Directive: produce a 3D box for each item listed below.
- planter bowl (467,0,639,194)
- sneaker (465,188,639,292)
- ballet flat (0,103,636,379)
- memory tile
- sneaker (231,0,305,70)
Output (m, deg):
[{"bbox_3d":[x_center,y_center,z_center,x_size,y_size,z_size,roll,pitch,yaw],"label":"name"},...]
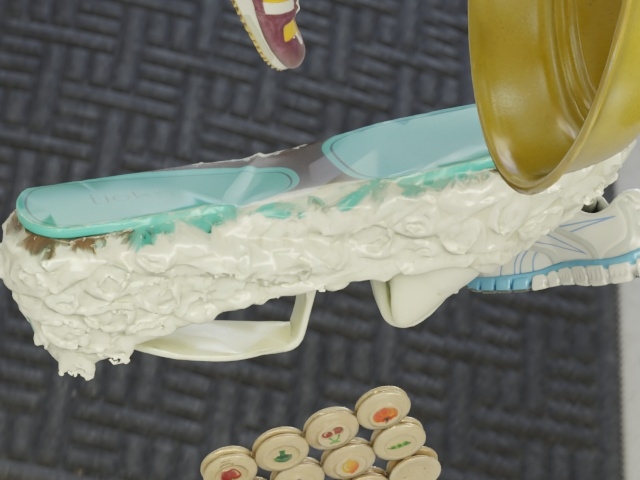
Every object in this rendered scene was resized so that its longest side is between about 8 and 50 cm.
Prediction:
[{"bbox_3d":[0.128,-0.123,0.718,0.090,0.217,0.217,4,52,-10],"label":"planter bowl"},{"bbox_3d":[0.185,-0.003,1.444,0.071,0.190,0.083,-11,91,-47],"label":"sneaker"},{"bbox_3d":[0.000,0.000,1.192,0.409,0.147,0.147,-10,55,-7],"label":"ballet flat"},{"bbox_3d":[0.002,0.155,1.254,0.148,0.113,0.012,-22,47,3],"label":"memory tile"},{"bbox_3d":[-0.034,-0.212,1.488,0.084,0.185,0.069,-26,49,5],"label":"sneaker"}]
